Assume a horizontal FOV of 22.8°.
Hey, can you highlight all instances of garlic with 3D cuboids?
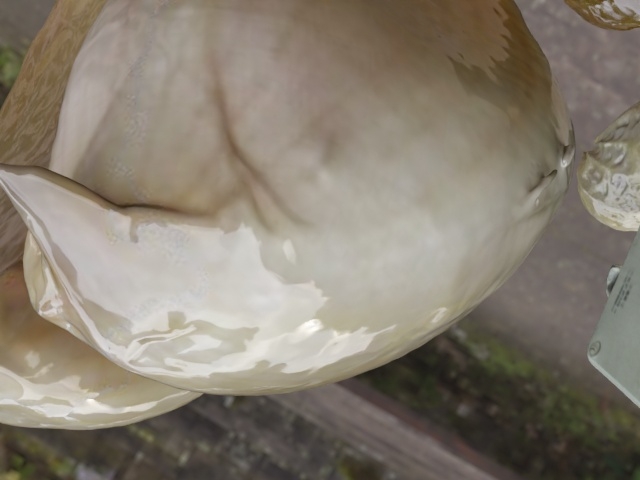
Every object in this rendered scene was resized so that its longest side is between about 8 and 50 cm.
[{"bbox_3d":[-0.044,-0.045,0.631,0.286,0.313,0.249,-10,138,14],"label":"garlic"}]

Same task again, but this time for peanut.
[{"bbox_3d":[0.286,-0.064,1.166,0.214,0.099,0.090,-9,157,40],"label":"peanut"}]

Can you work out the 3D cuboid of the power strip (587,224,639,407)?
[{"bbox_3d":[0.252,0.094,0.829,0.043,0.106,0.367,14,-163,-24],"label":"power strip"}]

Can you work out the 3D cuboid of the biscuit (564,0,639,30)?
[{"bbox_3d":[0.280,-0.271,0.917,0.070,0.350,0.394,43,119,-13],"label":"biscuit"}]
